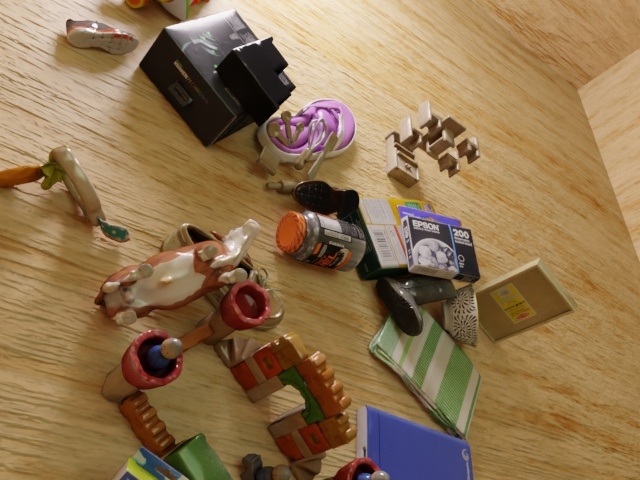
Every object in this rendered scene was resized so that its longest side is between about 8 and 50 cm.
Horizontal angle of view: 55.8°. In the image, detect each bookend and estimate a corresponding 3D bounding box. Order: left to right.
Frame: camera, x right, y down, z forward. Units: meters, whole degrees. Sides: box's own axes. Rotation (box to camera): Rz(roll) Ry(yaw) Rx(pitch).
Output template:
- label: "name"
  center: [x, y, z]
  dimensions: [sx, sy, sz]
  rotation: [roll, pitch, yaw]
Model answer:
- label: "bookend"
  center: [-0.123, -0.356, 1.344]
  dimensions: [0.156, 0.072, 0.157]
  rotation: [52, 40, -6]

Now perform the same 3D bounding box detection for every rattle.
- label: "rattle"
  center: [-0.436, -0.051, 1.036]
  dimensions: [0.143, 0.130, 0.199]
  rotation: [-40, 120, -39]

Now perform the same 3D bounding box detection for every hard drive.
- label: "hard drive"
  center: [0.209, 0.499, 1.293]
  dimensions: [0.319, 0.040, 0.210]
  rotation: [27, 47, -28]

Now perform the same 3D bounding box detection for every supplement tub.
- label: "supplement tub"
  center: [0.000, 0.000, 1.381]
  dimensions: [0.191, 0.117, 0.116]
  rotation: [15, 54, -36]

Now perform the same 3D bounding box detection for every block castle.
- label: "block castle"
  center: [-0.104, 0.312, 0.989]
  dimensions: [0.303, 0.213, 0.453]
  rotation: [-29, 84, -50]

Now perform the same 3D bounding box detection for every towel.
- label: "towel"
  center: [0.271, 0.302, 1.497]
  dimensions: [0.325, 0.038, 0.248]
  rotation: [46, 39, -7]

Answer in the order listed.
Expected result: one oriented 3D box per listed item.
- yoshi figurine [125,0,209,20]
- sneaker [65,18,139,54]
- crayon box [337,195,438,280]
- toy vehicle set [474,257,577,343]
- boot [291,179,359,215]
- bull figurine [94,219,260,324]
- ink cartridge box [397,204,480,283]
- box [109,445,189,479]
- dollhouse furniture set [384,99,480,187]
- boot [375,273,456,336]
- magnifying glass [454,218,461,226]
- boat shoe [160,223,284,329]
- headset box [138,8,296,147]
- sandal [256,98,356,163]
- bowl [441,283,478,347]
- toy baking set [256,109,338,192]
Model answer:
- label: "yoshi figurine"
  center: [-0.340, -0.699, 1.490]
  dimensions: [0.204, 0.203, 0.362]
  rotation: [41, 38, -5]
- label: "sneaker"
  center: [-0.465, -0.445, 1.291]
  dimensions: [0.158, 0.061, 0.064]
  rotation: [-4, 59, -46]
- label: "crayon box"
  center: [0.207, -0.006, 1.613]
  dimensions: [0.323, 0.083, 0.203]
  rotation: [0, 63, -43]
- label: "toy vehicle set"
  center: [0.538, 0.172, 1.665]
  dimensions: [0.166, 0.267, 0.035]
  rotation: [51, 41, -5]
- label: "boot"
  center: [-0.014, -0.102, 1.444]
  dimensions: [0.219, 0.106, 0.082]
  rotation: [8, 92, -48]
- label: "bull figurine"
  center: [-0.225, 0.054, 1.021]
  dimensions: [0.311, 0.188, 0.101]
  rotation: [-25, 95, -18]
- label: "ink cartridge box"
  center: [0.309, 0.001, 1.578]
  dimensions: [0.207, 0.045, 0.208]
  rotation: [11, 54, -24]
- label: "box"
  center: [-0.266, 0.384, 0.825]
  dimensions: [0.109, 0.178, 0.042]
  rotation: [42, -1, -14]
- label: "dollhouse furniture set"
  center: [0.312, -0.296, 1.793]
  dimensions: [0.212, 0.242, 0.160]
  rotation: [28, 46, -28]
- label: "boot"
  center: [0.260, 0.149, 1.509]
  dimensions: [0.209, 0.076, 0.189]
  rotation: [2, 46, -39]
- label: "magnifying glass"
  center: [0.379, 0.023, 1.682]
  dimensions: [0.092, 0.026, 0.230]
  rotation: [42, 38, -24]
- label: "boat shoe"
  center: [-0.176, 0.076, 1.178]
  dimensions: [0.285, 0.089, 0.104]
  rotation: [36, 43, -21]
- label: "headset box"
  center: [-0.237, -0.380, 1.407]
  dimensions: [0.246, 0.131, 0.283]
  rotation: [51, 40, -5]
- label: "sandal"
  center: [0.000, -0.300, 1.602]
  dimensions: [0.169, 0.102, 0.416]
  rotation: [54, 40, -1]
- label: "bowl"
  center: [0.364, 0.200, 1.602]
  dimensions: [0.170, 0.080, 0.170]
  rotation: [-3, 90, -84]
- label: "toy baking set"
  center: [-0.046, -0.210, 1.476]
  dimensions: [0.256, 0.030, 0.196]
  rotation: [3, 98, -45]
